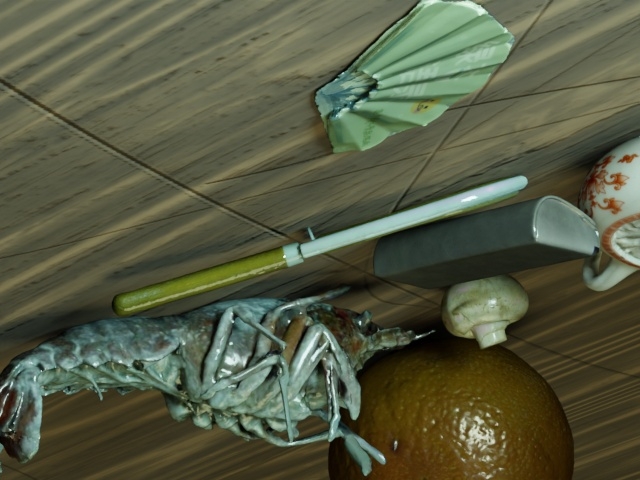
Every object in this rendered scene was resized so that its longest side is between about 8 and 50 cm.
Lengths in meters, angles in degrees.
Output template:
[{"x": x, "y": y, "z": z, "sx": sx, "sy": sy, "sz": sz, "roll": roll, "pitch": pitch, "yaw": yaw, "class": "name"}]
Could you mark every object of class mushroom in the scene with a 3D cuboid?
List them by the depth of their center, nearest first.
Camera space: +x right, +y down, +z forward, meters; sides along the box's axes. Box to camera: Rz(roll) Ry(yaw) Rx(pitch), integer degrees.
[{"x": 0.153, "y": 0.065, "z": 1.782, "sx": 0.083, "sy": 0.067, "sz": 0.083, "roll": -18, "pitch": 170, "yaw": -3, "class": "mushroom"}]

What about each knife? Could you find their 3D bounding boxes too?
[{"x": 0.000, "y": 0.000, "z": 1.516, "sx": 0.343, "sy": 0.027, "sz": 0.061, "roll": -17, "pitch": 179, "yaw": 1, "class": "knife"}]

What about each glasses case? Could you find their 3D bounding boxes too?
[{"x": 0.129, "y": 0.005, "z": 1.529, "sx": 0.072, "sy": 0.042, "sz": 0.190, "roll": 23, "pitch": 156, "yaw": -36, "class": "glasses case"}]

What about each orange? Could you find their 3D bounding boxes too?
[{"x": 0.135, "y": 0.221, "z": 1.966, "sx": 0.264, "sy": 0.264, "sz": 0.264, "roll": -14, "pitch": 163, "yaw": -4, "class": "orange"}]

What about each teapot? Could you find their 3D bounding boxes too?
[{"x": 0.278, "y": -0.022, "z": 1.511, "sx": 0.159, "sy": 0.116, "sz": 0.245, "roll": 4, "pitch": 157, "yaw": -19, "class": "teapot"}]

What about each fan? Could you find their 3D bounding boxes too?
[{"x": 0.059, "y": -0.106, "z": 1.262, "sx": 0.131, "sy": 0.009, "sz": 0.240, "roll": -12, "pitch": 163, "yaw": -17, "class": "fan"}]

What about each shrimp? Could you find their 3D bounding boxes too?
[{"x": -0.086, "y": 0.121, "z": 1.632, "sx": 0.410, "sy": 0.166, "sz": 0.221, "roll": 6, "pitch": 158, "yaw": -22, "class": "shrimp"}]
